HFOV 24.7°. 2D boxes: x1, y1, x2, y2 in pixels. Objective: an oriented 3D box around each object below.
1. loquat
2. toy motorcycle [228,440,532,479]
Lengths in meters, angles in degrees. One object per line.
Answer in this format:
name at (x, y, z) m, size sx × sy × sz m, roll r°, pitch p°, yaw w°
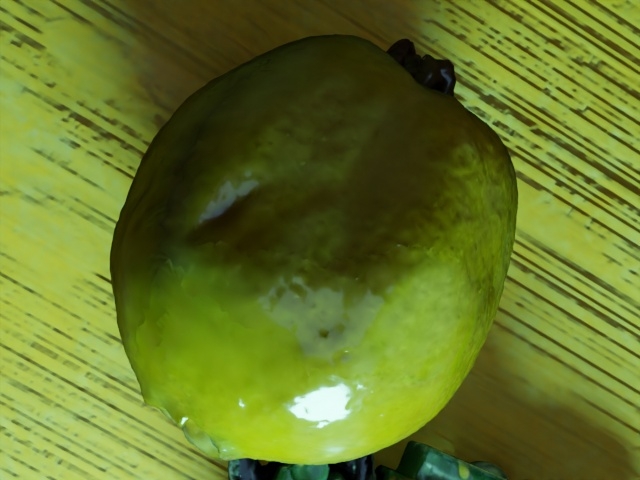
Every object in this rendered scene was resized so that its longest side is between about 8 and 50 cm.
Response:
loquat at (0.000, 0.000, 0.711) m, size 0.187 × 0.176 × 0.234 m, roll 30°, pitch 72°, yaw -11°
toy motorcycle at (0.060, 0.205, 0.775) m, size 0.274 × 0.125 × 0.187 m, roll 22°, pitch 84°, yaw -10°
